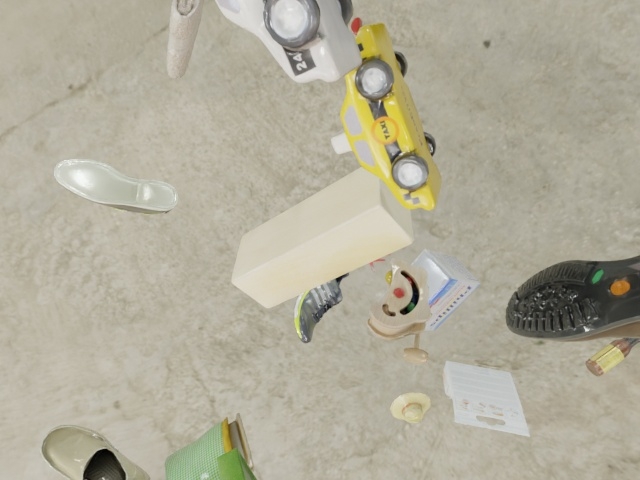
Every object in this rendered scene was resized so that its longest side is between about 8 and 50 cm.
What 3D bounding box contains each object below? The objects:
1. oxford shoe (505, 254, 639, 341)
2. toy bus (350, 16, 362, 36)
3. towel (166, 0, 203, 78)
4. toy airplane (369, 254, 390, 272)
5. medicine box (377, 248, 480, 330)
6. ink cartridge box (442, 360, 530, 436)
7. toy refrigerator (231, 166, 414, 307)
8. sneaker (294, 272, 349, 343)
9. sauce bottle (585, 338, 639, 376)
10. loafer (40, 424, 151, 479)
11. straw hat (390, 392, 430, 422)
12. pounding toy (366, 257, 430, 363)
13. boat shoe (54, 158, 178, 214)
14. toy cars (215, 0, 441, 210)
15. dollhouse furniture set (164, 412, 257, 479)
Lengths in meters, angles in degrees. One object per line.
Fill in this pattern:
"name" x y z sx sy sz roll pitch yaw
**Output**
"oxford shoe" 0.273 0.063 0.416 0.096 0.227 0.082 30 64 -19
"toy bus" 0.131 -0.395 1.061 0.105 0.191 0.202 6 70 20
"towel" -0.239 -0.465 0.865 0.049 0.187 0.282 12 70 -17
"toy airplane" 0.111 0.040 1.151 0.151 0.151 0.028 6 110 13
"medicine box" 0.398 0.188 1.671 0.263 0.289 0.149 -52 55 19
"ink cartridge box" 0.336 0.333 0.951 0.146 0.179 0.045 9 118 5
"toy refrigerator" 0.000 0.000 0.687 0.270 0.094 0.102 -27 38 28
"sneaker" 0.003 0.189 1.470 0.121 0.111 0.299 7 59 22
"sauce bottle" 0.637 0.243 0.995 0.128 0.042 0.042 -32 70 -3
"loafer" -0.481 0.464 0.970 0.269 0.092 0.102 21 56 12
"straw hat" 0.321 0.597 1.595 0.145 0.144 0.061 -22 29 4
"pounding toy" 0.200 0.197 1.221 0.154 0.154 0.269 5 51 2
"boat shoe" -0.545 -0.133 1.232 0.091 0.305 0.109 -21 61 53
"toy cars" 0.006 -0.154 0.396 0.087 0.394 0.176 -17 61 26
"dollhouse furniture set" -0.237 0.463 0.914 0.198 0.151 0.301 -27 30 -10
